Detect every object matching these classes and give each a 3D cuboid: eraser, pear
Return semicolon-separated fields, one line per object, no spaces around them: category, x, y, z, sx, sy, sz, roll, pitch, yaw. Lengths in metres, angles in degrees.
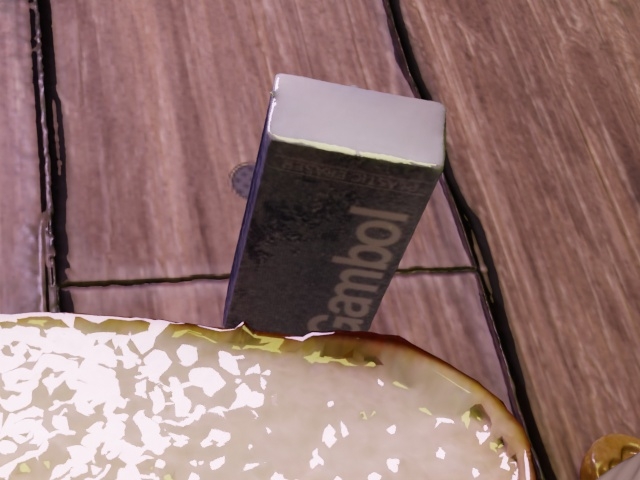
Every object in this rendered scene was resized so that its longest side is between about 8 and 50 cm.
eraser;0.000;0.000;0.648;0.091;0.212;0.046;10;53;-6
pear;-0.089;0.197;0.346;0.386;0.191;0.340;-13;43;-21

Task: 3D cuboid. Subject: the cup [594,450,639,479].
cup;0.203;0.135;0.559;0.173;0.202;0.255;9;57;-9

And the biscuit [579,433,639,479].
biscuit;0.202;0.191;0.668;0.225;0.036;0.166;-25;64;-29
